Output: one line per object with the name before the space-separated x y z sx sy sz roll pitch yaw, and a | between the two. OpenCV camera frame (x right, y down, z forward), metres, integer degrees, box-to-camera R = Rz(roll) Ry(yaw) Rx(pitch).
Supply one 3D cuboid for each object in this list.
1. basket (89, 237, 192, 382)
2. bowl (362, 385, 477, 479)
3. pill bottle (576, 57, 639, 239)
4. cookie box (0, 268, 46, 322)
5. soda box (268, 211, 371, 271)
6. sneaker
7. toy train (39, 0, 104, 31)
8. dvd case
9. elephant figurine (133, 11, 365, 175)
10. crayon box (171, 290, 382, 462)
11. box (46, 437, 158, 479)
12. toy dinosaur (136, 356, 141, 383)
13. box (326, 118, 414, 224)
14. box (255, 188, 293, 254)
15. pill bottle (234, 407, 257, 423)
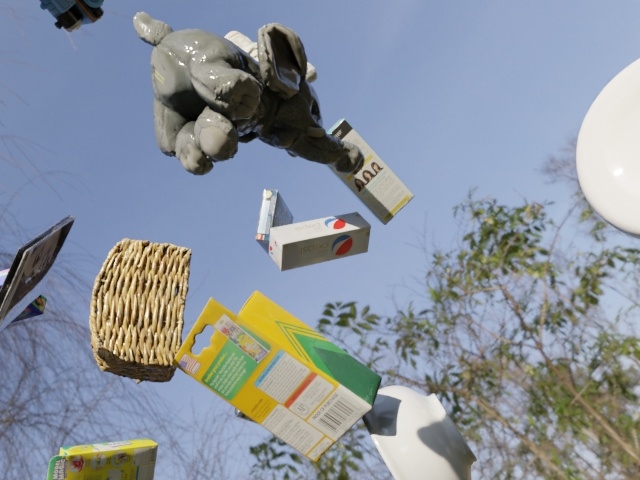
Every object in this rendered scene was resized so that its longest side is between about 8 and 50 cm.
basket | -0.432 0.172 1.438 0.213 0.299 0.223 8 -24 -14
bowl | 0.198 0.383 1.138 0.134 0.298 0.298 -34 -40 2
pill bottle | 0.284 -0.043 0.410 0.221 0.121 0.121 10 -65 -36
cookie box | -0.597 0.109 1.154 0.091 0.040 0.107 -16 -42 6
soda box | 0.000 0.000 1.311 0.216 0.069 0.074 -12 -53 -25
sneaker | -0.135 -0.341 1.169 0.106 0.290 0.123 -39 -54 -39
toy train | -0.476 -0.463 1.089 0.105 0.080 0.184 -50 -50 -17
dvd case | -0.475 0.055 0.997 0.018 0.221 0.165 27 -78 -10
elephant figurine | -0.072 -0.167 0.724 0.239 0.169 0.186 -19 -58 -43
crayon box | -0.081 0.231 1.074 0.203 0.323 0.083 -54 2 35
box | -0.365 0.392 1.000 0.179 0.043 0.105 10 -93 -43
toy dinosaur | -0.448 0.302 1.625 0.092 0.053 0.183 -1 -76 -56
box | 0.096 -0.156 1.390 0.100 0.060 0.244 -44 -77 0
box | -0.137 -0.039 1.858 0.233 0.044 0.159 63 -147 -69
pill bottle | -0.109 0.341 1.219 0.116 0.065 0.065 24 -73 -16
